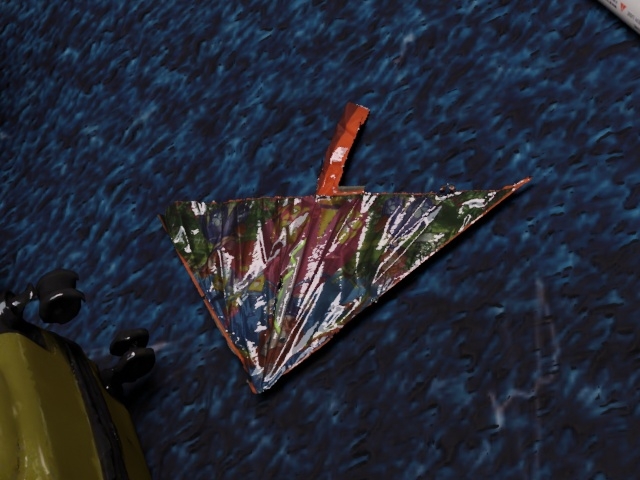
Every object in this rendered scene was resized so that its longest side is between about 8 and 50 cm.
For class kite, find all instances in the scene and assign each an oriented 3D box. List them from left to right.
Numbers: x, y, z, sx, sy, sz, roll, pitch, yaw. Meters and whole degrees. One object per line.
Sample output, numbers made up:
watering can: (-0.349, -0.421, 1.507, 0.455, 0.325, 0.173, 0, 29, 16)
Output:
kite: (0.000, 0.000, 0.710, 0.232, 0.009, 0.189, 1, 59, 29)

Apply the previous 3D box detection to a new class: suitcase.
suitcase: (-0.182, 0.145, 0.628, 0.235, 0.143, 0.194, -33, 49, 7)

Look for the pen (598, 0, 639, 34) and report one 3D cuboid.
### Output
pen: (0.181, -0.110, 0.670, 0.025, 0.025, 0.204, -39, 49, 2)
